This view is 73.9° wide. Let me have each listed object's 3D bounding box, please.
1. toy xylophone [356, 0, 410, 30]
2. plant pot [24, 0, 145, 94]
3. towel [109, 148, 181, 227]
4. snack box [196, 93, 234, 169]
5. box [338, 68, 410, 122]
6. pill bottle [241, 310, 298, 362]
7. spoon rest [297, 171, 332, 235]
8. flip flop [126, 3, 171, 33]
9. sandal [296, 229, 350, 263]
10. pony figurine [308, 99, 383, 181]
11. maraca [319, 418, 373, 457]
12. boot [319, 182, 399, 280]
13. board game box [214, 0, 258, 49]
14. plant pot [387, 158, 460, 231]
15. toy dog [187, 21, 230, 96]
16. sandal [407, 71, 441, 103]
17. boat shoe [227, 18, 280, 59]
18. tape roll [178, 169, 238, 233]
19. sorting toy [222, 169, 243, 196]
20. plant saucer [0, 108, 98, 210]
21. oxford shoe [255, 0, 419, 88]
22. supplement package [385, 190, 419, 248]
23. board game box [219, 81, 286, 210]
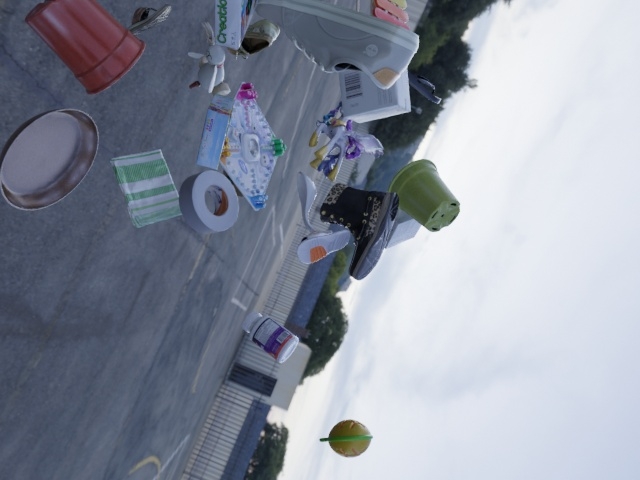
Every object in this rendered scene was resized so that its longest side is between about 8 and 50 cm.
[{"bbox_3d":[0.237,-0.914,1.609,0.081,0.236,0.323,-5,-89,50],"label":"toy xylophone"},{"bbox_3d":[-0.782,-0.679,1.407,0.265,0.272,0.272,49,55,-46],"label":"plant pot"},{"bbox_3d":[-0.795,-0.245,1.966,0.248,0.325,0.038,-24,-172,-37],"label":"towel"},{"bbox_3d":[-0.322,-0.339,1.311,0.207,0.070,0.174,-100,-152,-60],"label":"snack box"},{"bbox_3d":[0.162,-0.468,1.285,0.119,0.182,0.181,-14,98,-60],"label":"box"},{"bbox_3d":[-0.184,0.337,1.518,0.108,0.193,0.108,-48,159,-25],"label":"pill bottle"},{"bbox_3d":[-0.043,-0.137,1.641,0.137,0.084,0.276,123,-53,-66],"label":"spoon rest"},{"bbox_3d":[-0.763,-0.936,1.805,0.277,0.080,0.112,-25,-160,6],"label":"flip flop"},{"bbox_3d":[-0.001,0.009,1.572,0.265,0.076,0.102,-17,126,-41],"label":"sandal"},{"bbox_3d":[0.099,-0.464,1.957,0.363,0.303,0.351,-58,151,-12],"label":"pony figurine"},{"bbox_3d":[0.074,0.570,1.223,0.185,0.127,0.099,-42,-138,52],"label":"maraca"},{"bbox_3d":[0.128,-0.051,1.729,0.138,0.284,0.377,26,86,-61],"label":"boot"},{"bbox_3d":[-0.143,-0.540,0.771,0.305,0.053,0.193,110,-10,-54],"label":"board game box"},{"bbox_3d":[0.483,-0.183,1.915,0.254,0.276,0.276,56,-44,39],"label":"plant pot"},{"bbox_3d":[-0.479,-0.705,1.769,0.161,0.220,0.334,-28,166,-12],"label":"toy dog"},{"bbox_3d":[0.388,-0.614,1.653,0.054,0.254,0.097,-52,-148,20],"label":"sandal"},{"bbox_3d":[-0.286,-0.790,1.689,0.285,0.104,0.089,0,-115,44],"label":"boat shoe"},{"bbox_3d":[-0.392,-0.135,1.512,0.219,0.072,0.219,19,67,-53],"label":"tape roll"},{"bbox_3d":[-0.501,-0.326,2.447,0.041,0.229,0.307,8,99,-52],"label":"sorting toy"},{"bbox_3d":[-0.735,-0.224,1.147,0.311,0.050,0.310,-59,177,-5],"label":"plant saucer"},{"bbox_3d":[0.004,-0.449,0.940,0.169,0.449,0.130,-14,131,-51],"label":"oxford shoe"},{"bbox_3d":[0.409,-0.124,2.263,0.198,0.199,0.263,-21,155,-18],"label":"supplement package"},{"bbox_3d":[-0.282,-0.392,1.796,0.390,0.050,0.390,59,38,-50],"label":"board game box"}]
